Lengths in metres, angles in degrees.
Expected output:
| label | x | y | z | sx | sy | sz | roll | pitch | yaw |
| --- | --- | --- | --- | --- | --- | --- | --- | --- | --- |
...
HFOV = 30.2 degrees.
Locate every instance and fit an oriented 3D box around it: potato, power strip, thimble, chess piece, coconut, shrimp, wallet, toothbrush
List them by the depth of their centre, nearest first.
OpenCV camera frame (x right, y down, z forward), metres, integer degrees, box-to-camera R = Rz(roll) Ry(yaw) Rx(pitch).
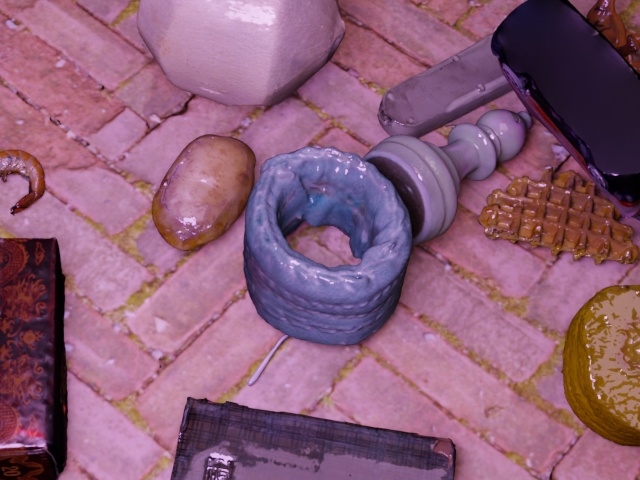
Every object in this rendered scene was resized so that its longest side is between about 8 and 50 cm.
| label | x | y | z | sx | sy | sz | roll | pitch | yaw |
| --- | --- | --- | --- | --- | --- | --- | --- | --- | --- |
| wallet | -0.009 | 0.276 | 1.326 | 0.317 | 0.044 | 0.169 | 10 | 61 | -2 |
| thimble | 0.000 | 0.000 | 1.418 | 0.198 | 0.143 | 0.235 | -25 | 61 | -20 |
| toothbrush | -0.048 | 0.125 | 1.423 | 0.013 | 0.011 | 0.131 | 35 | 61 | 5 |
| potato | -0.144 | -0.060 | 1.473 | 0.107 | 0.080 | 0.170 | 25 | 63 | -3 |
| shrimp | -0.406 | -0.071 | 1.474 | 0.127 | 0.025 | 0.091 | -9 | 64 | -16 |
| coconut | -0.092 | -0.284 | 1.515 | 0.247 | 0.245 | 0.245 | 22 | 60 | 3 |
| chess piece | 0.183 | -0.108 | 1.536 | 0.271 | 0.139 | 0.139 | -32 | 69 | -35 |
| power strip | 0.195 | -0.215 | 1.625 | 0.286 | 0.048 | 0.080 | -29 | 67 | -21 |

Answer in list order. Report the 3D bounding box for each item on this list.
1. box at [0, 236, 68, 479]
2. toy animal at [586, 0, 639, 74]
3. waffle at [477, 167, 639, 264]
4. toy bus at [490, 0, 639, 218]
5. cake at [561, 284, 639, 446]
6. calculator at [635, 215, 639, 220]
| label | x | y | z | sx | sy | sz | roll | pitch | yaw |
| --- | --- | --- | --- | --- | --- | --- | --- | --- | --- |
| box | -0.489 | 0.134 | 1.297 | 0.415 | 0.116 | 0.264 | -1 | 60 | -9 |
| toy animal | 0.413 | -0.306 | 1.692 | 0.114 | 0.116 | 0.255 | 36 | 46 | -38 |
| waffle | 0.303 | -0.018 | 1.533 | 0.192 | 0.046 | 0.161 | -17 | 64 | -16 |
| toy bus | 0.346 | -0.171 | 1.516 | 0.127 | 0.147 | 0.303 | -38 | 67 | 2 |
| cake | 0.421 | 0.151 | 1.395 | 0.260 | 0.156 | 0.179 | 3 | 76 | 0 |
| calculator | 0.510 | -0.105 | 1.608 | 0.165 | 0.028 | 0.274 | 26 | 55 | 6 |
